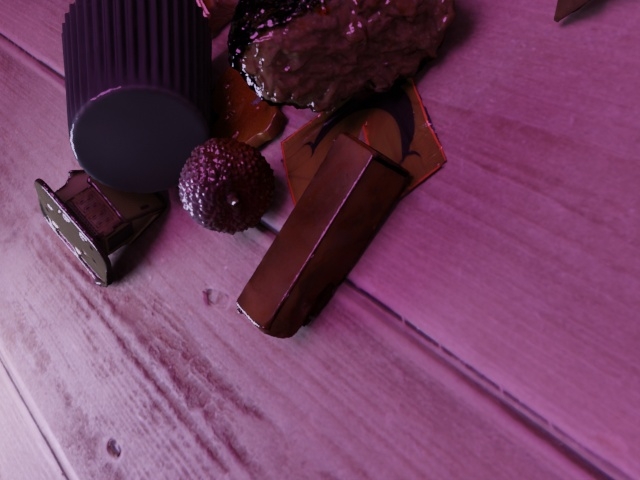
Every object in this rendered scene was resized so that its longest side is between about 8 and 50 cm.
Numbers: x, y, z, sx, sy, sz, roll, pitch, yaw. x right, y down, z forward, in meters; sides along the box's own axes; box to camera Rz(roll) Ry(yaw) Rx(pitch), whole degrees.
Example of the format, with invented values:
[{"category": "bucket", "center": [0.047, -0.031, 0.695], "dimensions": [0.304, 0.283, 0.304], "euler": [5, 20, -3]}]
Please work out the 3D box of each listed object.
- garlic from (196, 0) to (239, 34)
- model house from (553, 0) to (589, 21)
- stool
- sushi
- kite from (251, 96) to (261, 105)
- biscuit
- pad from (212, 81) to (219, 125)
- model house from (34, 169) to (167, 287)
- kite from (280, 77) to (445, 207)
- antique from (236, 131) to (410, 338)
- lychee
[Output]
[{"category": "garlic", "center": [-0.236, -0.551, 1.775], "dimensions": [0.217, 0.110, 0.228], "euler": [-33, 48, 32]}, {"category": "model house", "center": [0.378, -0.390, 1.076], "dimensions": [0.176, 0.181, 0.248], "euler": [-45, -10, -47]}, {"category": "stool", "center": [-0.339, -0.289, 1.567], "dimensions": [0.297, 0.297, 0.330], "euler": [-37, 43, 24]}, {"category": "sushi", "center": [0.029, -0.324, 1.272], "dimensions": [0.350, 0.211, 0.170], "euler": [-19, 49, 2]}, {"category": "kite", "center": [-0.067, -0.287, 1.490], "dimensions": [0.137, 0.005, 0.152], "euler": [19, 58, 25]}, {"category": "biscuit", "center": [-0.138, -0.256, 1.559], "dimensions": [0.184, 0.035, 0.248], "euler": [-37, 47, 20]}, {"category": "pad", "center": [-0.230, -0.238, 1.665], "dimensions": [0.193, 0.004, 0.116], "euler": [-47, 44, 13]}, {"category": "model house", "center": [-0.383, -0.083, 1.650], "dimensions": [0.279, 0.218, 0.205], "euler": [-38, -8, -22]}, {"category": "kite", "center": [0.044, -0.121, 1.323], "dimensions": [0.378, 0.013, 0.327], "euler": [9, 75, 46]}, {"category": "antique", "center": [0.000, 0.000, 1.224], "dimensions": [0.087, 0.093, 0.310], "euler": [39, 100, 42]}, {"category": "lychee", "center": [-0.154, -0.087, 1.381], "dimensions": [0.165, 0.165, 0.197], "euler": [-48, 34, 13]}]
